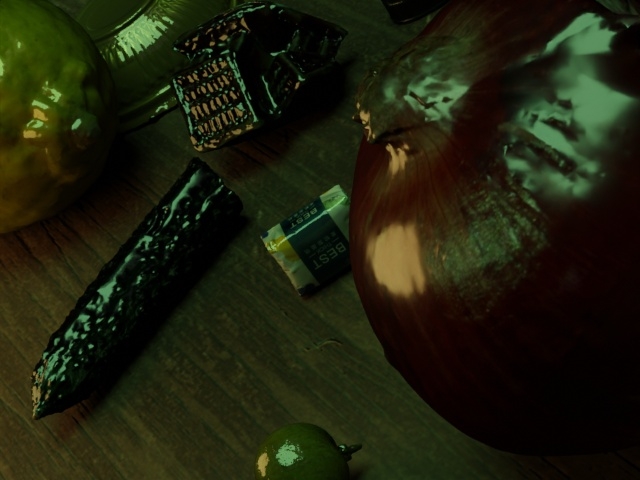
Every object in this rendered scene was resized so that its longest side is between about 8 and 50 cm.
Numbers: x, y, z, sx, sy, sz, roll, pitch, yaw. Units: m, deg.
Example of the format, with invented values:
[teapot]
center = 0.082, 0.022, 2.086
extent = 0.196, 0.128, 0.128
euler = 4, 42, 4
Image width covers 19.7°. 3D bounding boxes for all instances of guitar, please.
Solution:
[guitar]
center = 0.093, -0.315, 1.944
extent = 0.084, 0.038, 0.271
euler = -26, 31, 13

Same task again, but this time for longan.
[longan]
center = -0.007, 0.165, 1.344
extent = 0.083, 0.075, 0.075
euler = -20, 28, -11

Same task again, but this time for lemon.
[lemon]
center = -0.354, -0.136, 1.932
extent = 0.285, 0.285, 0.316
euler = -35, 57, 1

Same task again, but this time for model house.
[model house]
center = -0.064, -0.157, 1.812
extent = 0.165, 0.106, 0.152
euler = -25, 30, 26

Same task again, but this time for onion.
[onion]
center = 0.167, -0.014, 1.204
extent = 0.341, 0.341, 0.341
euler = -25, 32, 17

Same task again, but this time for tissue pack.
[tissue pack]
center = 0.000, 0.000, 1.571
extent = 0.083, 0.062, 0.042
euler = -33, 26, 3

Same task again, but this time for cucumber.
[cucumber]
center = -0.175, 0.047, 1.672
extent = 0.072, 0.072, 0.300
euler = 5, 49, 49

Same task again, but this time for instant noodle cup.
[instant noodle cup]
center = -0.210, -0.234, 2.085
extent = 0.274, 0.091, 0.274
euler = -26, 32, 18
